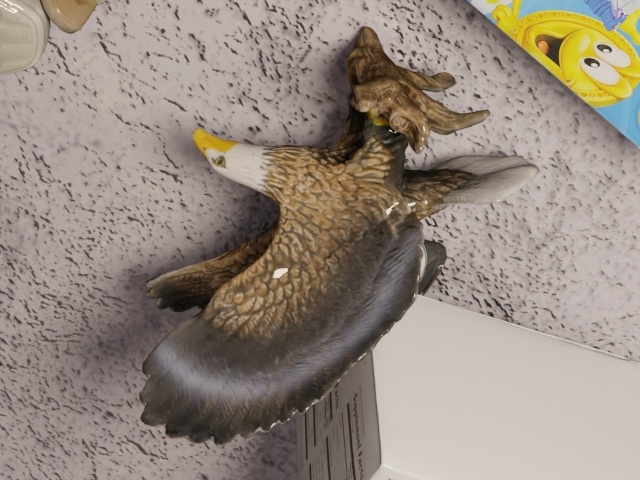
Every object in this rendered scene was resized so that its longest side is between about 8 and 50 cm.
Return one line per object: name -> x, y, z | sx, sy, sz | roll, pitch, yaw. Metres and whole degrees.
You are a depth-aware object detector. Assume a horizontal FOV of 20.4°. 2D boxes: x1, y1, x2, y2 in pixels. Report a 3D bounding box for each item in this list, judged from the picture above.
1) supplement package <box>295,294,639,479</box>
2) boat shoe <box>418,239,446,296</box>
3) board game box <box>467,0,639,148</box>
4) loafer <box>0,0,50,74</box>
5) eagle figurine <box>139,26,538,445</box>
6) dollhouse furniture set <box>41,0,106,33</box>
supplement package -> 0.128, 0.177, 1.387 | 0.262, 0.204, 0.145 | 17, 127, -16
boat shoe -> 0.056, 0.050, 1.445 | 0.040, 0.049, 0.142 | -2, 143, -36
board game box -> 0.242, -0.236, 1.169 | 0.302, 0.086, 0.308 | 37, 123, -19
loafer -> -0.345, -0.204, 1.313 | 0.320, 0.111, 0.112 | 17, 130, 4
eagle figurine -> -0.009, -0.006, 1.325 | 0.225, 0.226, 0.298 | 38, 114, 32
dollhouse furniture set -> -0.154, -0.269, 1.199 | 0.212, 0.161, 0.242 | -25, 115, 26
